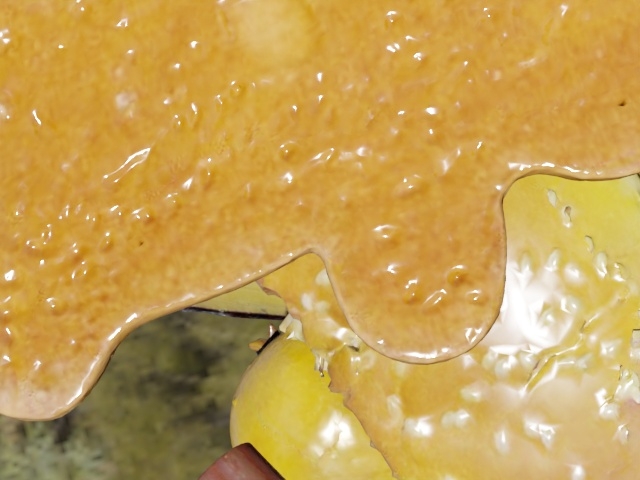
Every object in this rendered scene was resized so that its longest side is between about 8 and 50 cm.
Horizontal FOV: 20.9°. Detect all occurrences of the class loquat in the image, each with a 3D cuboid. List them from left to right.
[{"bbox_3d":[0.020,0.157,1.531,0.208,0.208,0.208,34,131,52],"label":"loquat"}]

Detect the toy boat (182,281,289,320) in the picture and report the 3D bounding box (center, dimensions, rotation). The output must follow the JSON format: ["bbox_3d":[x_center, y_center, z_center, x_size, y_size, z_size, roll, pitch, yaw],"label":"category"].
[{"bbox_3d":[0.000,0.000,1.428,0.321,0.089,0.121,3,102,33],"label":"toy boat"}]

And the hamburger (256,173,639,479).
[{"bbox_3d":[0.138,0.011,1.154,0.287,0.268,0.445,-41,81,21],"label":"hamburger"}]

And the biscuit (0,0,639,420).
[{"bbox_3d":[0.000,-0.050,0.624,0.049,0.324,0.205,20,-129,-81],"label":"biscuit"}]

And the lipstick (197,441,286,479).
[{"bbox_3d":[0.061,0.253,0.961,0.356,0.057,0.057,44,141,19],"label":"lipstick"}]
